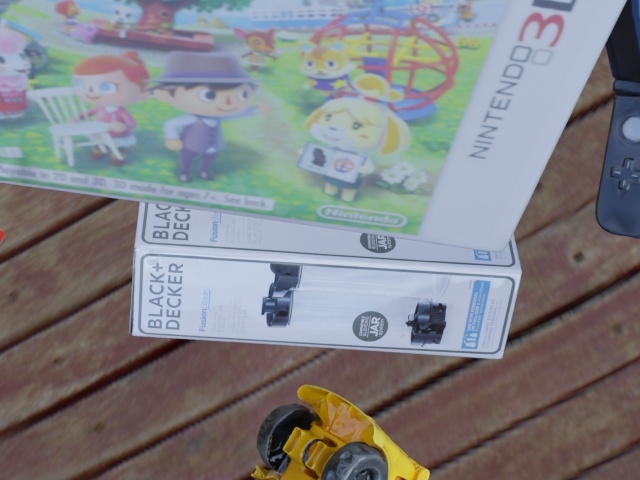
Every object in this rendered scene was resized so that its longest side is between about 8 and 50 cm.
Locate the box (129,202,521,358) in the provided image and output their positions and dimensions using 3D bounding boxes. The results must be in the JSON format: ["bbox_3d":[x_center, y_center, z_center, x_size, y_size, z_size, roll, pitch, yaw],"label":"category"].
[{"bbox_3d":[0.000,0.000,1.183,0.289,0.169,0.087,4,127,-3],"label":"box"}]

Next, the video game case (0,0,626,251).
[{"bbox_3d":[-0.028,-0.070,0.400,0.212,0.023,0.193,8,145,-6],"label":"video game case"}]

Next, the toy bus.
[{"bbox_3d":[0.015,0.300,1.651,0.211,0.149,0.220,39,80,-42],"label":"toy bus"}]

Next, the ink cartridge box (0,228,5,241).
[{"bbox_3d":[-0.338,-0.008,1.086,0.189,0.232,0.066,40,131,-12],"label":"ink cartridge box"}]

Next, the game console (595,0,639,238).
[{"bbox_3d":[0.416,-0.118,1.533,0.293,0.173,0.250,10,89,28],"label":"game console"}]
